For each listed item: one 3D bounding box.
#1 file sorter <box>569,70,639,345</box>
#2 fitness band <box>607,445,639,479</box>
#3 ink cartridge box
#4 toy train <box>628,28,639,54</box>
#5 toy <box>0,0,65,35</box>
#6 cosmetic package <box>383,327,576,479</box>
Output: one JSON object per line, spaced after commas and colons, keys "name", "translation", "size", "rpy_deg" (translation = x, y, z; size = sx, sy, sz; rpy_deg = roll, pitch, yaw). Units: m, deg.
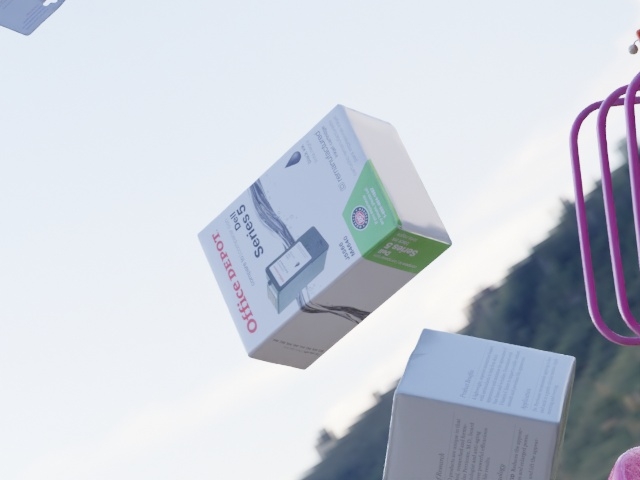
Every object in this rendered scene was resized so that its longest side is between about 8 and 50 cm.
{"name": "file sorter", "translation": [0.298, -0.032, 1.210], "size": [0.182, 0.202, 0.290], "rpy_deg": [-7, -5, -9]}
{"name": "fitness band", "translation": [0.277, 0.211, 1.030], "size": [0.209, 0.291, 0.054], "rpy_deg": [8, -67, -30]}
{"name": "ink cartridge box", "translation": [0.000, 0.000, 2.198], "size": [0.273, 0.198, 0.114], "rpy_deg": [-42, -35, 26]}
{"name": "toy train", "translation": [0.425, -0.269, 2.156], "size": [0.125, 0.046, 0.166], "rpy_deg": [-28, -5, 15]}
{"name": "toy", "translation": [-0.362, -0.256, 1.776], "size": [0.137, 0.237, 0.056], "rpy_deg": [-57, -14, -46]}
{"name": "cosmetic package", "translation": [0.178, 0.211, 2.003], "size": [0.151, 0.183, 0.151], "rpy_deg": [-58, -24, -60]}
